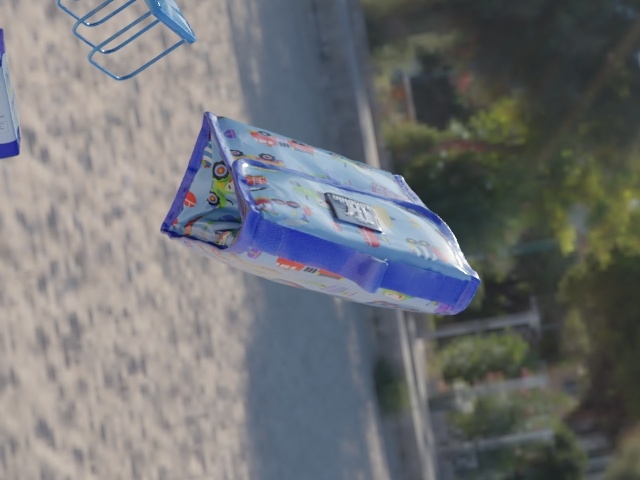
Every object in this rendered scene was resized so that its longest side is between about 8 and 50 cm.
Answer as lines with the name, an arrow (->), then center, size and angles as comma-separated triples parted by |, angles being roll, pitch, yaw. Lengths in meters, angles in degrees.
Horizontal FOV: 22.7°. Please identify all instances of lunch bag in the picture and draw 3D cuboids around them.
lunch bag -> 0.000, 0.000, 1.463 | 0.138, 0.221, 0.293 | -69, -160, 8

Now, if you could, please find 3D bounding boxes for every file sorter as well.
file sorter -> -0.238, -0.281, 1.796 | 0.170, 0.104, 0.118 | 59, 9, 16

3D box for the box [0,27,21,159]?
box -> -0.422, -0.183, 2.003 | 0.126, 0.072, 0.137 | -113, -166, -66
